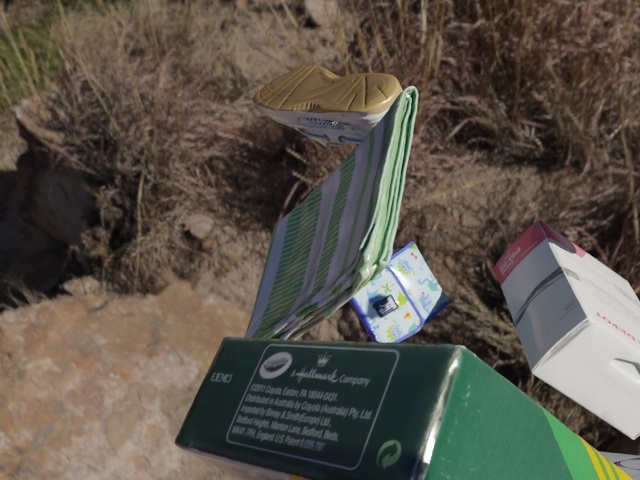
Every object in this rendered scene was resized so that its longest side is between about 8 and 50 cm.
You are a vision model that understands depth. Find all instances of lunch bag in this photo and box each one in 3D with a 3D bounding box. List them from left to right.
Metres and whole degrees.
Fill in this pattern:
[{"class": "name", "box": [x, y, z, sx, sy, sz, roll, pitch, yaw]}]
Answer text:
[{"class": "lunch bag", "box": [0.121, 0.094, 1.275, 0.151, 0.096, 0.129, -32, 91, -29]}]

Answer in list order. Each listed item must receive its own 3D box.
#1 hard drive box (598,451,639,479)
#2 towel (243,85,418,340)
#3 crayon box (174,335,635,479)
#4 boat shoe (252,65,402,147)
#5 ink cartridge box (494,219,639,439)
[{"class": "hard drive box", "box": [0.281, 0.279, 0.789, 0.232, 0.181, 0.089, -6, 84, 39]}, {"class": "towel", "box": [0.000, 0.000, 0.886, 0.038, 0.325, 0.248, 25, 53, -16]}, {"class": "crayon box", "box": [0.094, 0.170, 0.491, 0.203, 0.323, 0.083, -7, 52, 50]}, {"class": "boat shoe", "box": [0.011, -0.165, 1.018, 0.098, 0.096, 0.277, -45, 36, -18]}, {"class": "ink cartridge box", "box": [0.390, 0.122, 1.133, 0.207, 0.117, 0.283, 33, 25, -15]}]
